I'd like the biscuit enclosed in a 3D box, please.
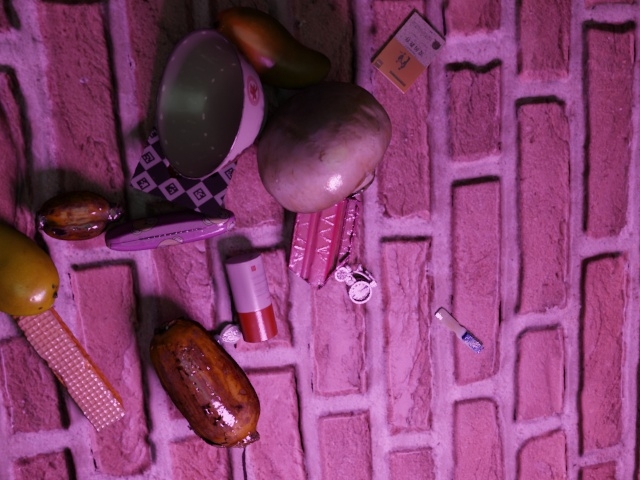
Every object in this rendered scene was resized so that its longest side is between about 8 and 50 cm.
[{"bbox_3d":[-0.624,0.303,1.836,0.094,0.054,0.379,-33,105,-5],"label":"biscuit"}]

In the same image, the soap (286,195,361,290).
[{"bbox_3d":[0.000,0.000,1.880,0.162,0.099,0.250,9,98,-13],"label":"soap"}]

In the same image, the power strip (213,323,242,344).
[{"bbox_3d":[-0.243,0.247,1.919,0.083,0.035,0.055,-23,105,-20],"label":"power strip"}]

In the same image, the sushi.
[{"bbox_3d":[-0.320,-0.188,1.789,0.219,0.047,0.231,20,71,-8],"label":"sushi"}]

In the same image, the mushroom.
[{"bbox_3d":[0.008,-0.216,1.731,0.352,0.352,0.260,-38,126,-2],"label":"mushroom"}]

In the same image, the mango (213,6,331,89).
[{"bbox_3d":[-0.123,-0.447,1.752,0.289,0.129,0.146,34,80,-14],"label":"mango"}]

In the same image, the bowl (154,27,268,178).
[{"bbox_3d":[-0.224,-0.303,1.695,0.157,0.337,0.337,0,103,-44],"label":"bowl"}]

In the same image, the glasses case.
[{"bbox_3d":[-0.363,-0.028,1.789,0.316,0.123,0.076,-10,103,-9],"label":"glasses case"}]

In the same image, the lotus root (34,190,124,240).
[{"bbox_3d":[-0.572,-0.059,1.749,0.209,0.120,0.120,-7,102,-11],"label":"lotus root"}]

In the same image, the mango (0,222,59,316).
[{"bbox_3d":[-0.741,0.059,1.717,0.293,0.143,0.175,37,67,-1],"label":"mango"}]

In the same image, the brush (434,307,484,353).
[{"bbox_3d":[0.388,0.255,2.044,0.178,0.030,0.033,41,101,-16],"label":"brush"}]

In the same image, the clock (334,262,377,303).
[{"bbox_3d":[0.091,0.106,1.949,0.087,0.041,0.129,-43,111,3],"label":"clock"}]

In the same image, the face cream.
[{"bbox_3d":[-0.175,0.145,1.874,0.095,0.096,0.214,-14,103,-9],"label":"face cream"}]

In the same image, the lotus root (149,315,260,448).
[{"bbox_3d":[-0.284,0.366,1.848,0.179,0.196,0.398,-41,103,-38],"label":"lotus root"}]

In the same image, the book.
[{"bbox_3d":[0.227,-0.478,1.878,0.118,0.012,0.172,40,91,-15],"label":"book"}]
